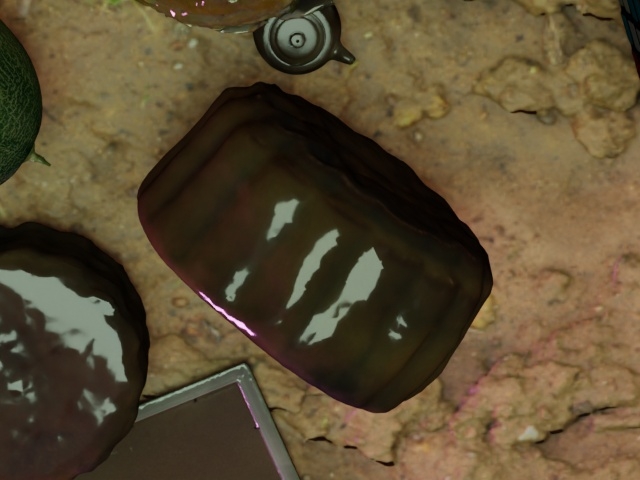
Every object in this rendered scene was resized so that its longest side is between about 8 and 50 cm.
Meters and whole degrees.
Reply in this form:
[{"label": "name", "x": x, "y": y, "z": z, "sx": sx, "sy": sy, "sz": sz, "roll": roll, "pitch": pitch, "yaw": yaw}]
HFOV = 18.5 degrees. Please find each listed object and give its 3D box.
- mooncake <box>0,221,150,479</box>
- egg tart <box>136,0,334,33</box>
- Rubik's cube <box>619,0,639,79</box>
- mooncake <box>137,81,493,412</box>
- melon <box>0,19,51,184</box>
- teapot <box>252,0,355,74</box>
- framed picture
[{"label": "mooncake", "x": -0.260, "y": 0.097, "z": 1.715, "sx": 0.228, "sy": 0.124, "sz": 0.228, "roll": 1, "pitch": 108, "yaw": 3}, {"label": "egg tart", "x": -0.075, "y": -0.283, "z": 1.596, "sx": 0.252, "sy": 0.098, "sz": 0.232, "roll": 21, "pitch": 99, "yaw": 5}, {"label": "Rubik's cube", "x": 0.348, "y": -0.189, "z": 1.612, "sx": 0.184, "sy": 0.187, "sz": 0.182, "roll": -20, "pitch": 106, "yaw": 2}, {"label": "mooncake", "x": 0.000, "y": 0.000, "z": 1.606, "sx": 0.290, "sy": 0.290, "sz": 0.161, "roll": 36, "pitch": 100, "yaw": -12}, {"label": "melon", "x": -0.345, "y": -0.135, "z": 1.607, "sx": 0.287, "sy": 0.182, "sz": 0.182, "roll": 30, "pitch": 104, "yaw": -10}, {"label": "teapot", "x": -0.026, "y": -0.179, "z": 1.661, "sx": 0.121, "sy": 0.068, "sz": 0.076, "roll": 24, "pitch": 105, "yaw": -9}, {"label": "framed picture", "x": -0.150, "y": 0.249, "z": 1.818, "sx": 0.274, "sy": 0.017, "sz": 0.217, "roll": -20, "pitch": 107, "yaw": 4}]
